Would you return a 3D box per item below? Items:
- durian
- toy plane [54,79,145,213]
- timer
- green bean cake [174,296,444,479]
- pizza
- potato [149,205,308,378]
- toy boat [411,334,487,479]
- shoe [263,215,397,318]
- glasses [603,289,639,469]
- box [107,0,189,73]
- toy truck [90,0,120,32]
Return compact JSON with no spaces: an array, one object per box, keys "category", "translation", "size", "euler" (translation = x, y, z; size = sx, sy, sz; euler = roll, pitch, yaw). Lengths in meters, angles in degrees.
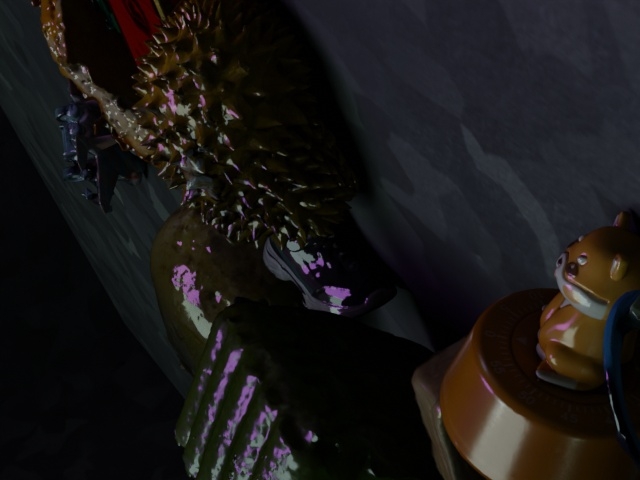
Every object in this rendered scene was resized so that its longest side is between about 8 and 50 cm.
[{"category":"durian","translation":[-0.072,-0.075,1.180],"size":[0.138,0.183,0.250],"euler":[-79,-30,-41]},{"category":"toy plane","translation":[-0.300,-0.122,2.044],"size":[0.326,0.104,0.223],"euler":[91,170,-75]},{"category":"timer","translation":[0.145,0.052,0.823],"size":[0.132,0.132,0.152],"euler":[48,142,34]},{"category":"green bean cake","translation":[0.031,0.170,1.194],"size":[0.249,0.156,0.247],"euler":[14,-160,-25]},{"category":"pizza","translation":[-0.211,-0.176,1.502],"size":[0.365,0.073,0.182],"euler":[51,-158,-35]},{"category":"potato","translation":[-0.074,0.070,1.516],"size":[0.210,0.173,0.307],"euler":[50,168,15]},{"category":"toy boat","translation":[0.136,0.141,1.037],"size":[0.061,0.116,0.188],"euler":[47,163,53]},{"category":"shoe","translation":[0.000,0.000,1.313],"size":[0.169,0.071,0.099],"euler":[36,145,47]},{"category":"glasses","translation":[0.225,0.122,0.669],"size":[0.239,0.102,0.207],"euler":[58,168,-5]},{"category":"box","translation":[-0.129,-0.199,1.276],"size":[0.153,0.074,0.240],"euler":[50,166,41]},{"category":"toy truck","translation":[-0.191,-0.259,1.369],"size":[0.079,0.065,0.147],"euler":[56,170,36]}]
